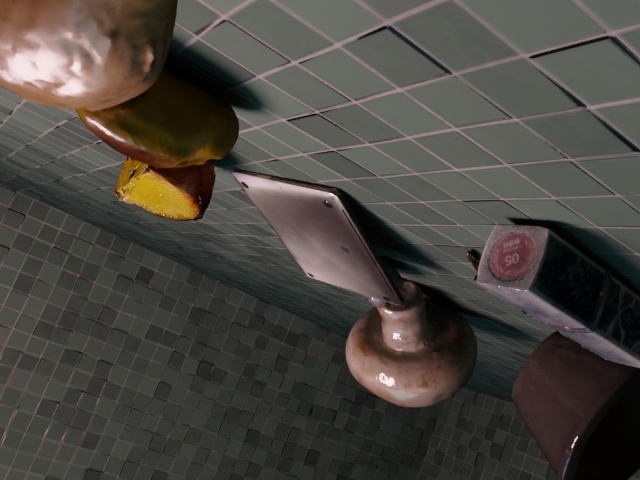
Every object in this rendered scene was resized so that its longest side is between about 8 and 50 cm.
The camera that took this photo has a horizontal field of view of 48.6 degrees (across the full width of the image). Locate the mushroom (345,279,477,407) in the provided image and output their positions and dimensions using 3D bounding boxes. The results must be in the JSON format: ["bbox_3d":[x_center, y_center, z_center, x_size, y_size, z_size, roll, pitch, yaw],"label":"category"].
[{"bbox_3d":[0.163,0.173,1.295,0.244,0.243,0.243,21,169,4],"label":"mushroom"}]

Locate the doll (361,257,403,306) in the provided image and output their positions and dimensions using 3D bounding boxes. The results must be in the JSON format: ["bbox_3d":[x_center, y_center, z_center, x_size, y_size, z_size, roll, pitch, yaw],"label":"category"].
[{"bbox_3d":[0.084,0.062,1.179,0.094,0.079,0.180,10,-173,-19],"label":"doll"}]

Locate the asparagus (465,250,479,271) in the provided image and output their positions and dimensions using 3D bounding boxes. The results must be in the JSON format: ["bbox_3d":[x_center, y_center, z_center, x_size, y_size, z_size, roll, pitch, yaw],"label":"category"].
[{"bbox_3d":[0.216,0.041,0.961,0.016,0.013,0.166,5,164,23],"label":"asparagus"}]

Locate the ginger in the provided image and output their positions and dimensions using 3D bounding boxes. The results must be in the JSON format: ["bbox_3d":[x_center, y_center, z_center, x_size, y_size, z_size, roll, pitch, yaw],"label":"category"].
[{"bbox_3d":[-0.165,-0.154,0.428,0.267,0.152,0.138,5,-170,43],"label":"ginger"}]

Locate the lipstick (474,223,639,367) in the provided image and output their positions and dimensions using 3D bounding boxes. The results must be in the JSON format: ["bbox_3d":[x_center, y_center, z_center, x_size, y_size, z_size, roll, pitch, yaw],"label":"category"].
[{"bbox_3d":[0.288,0.069,0.780,0.290,0.077,0.076,28,167,-38],"label":"lipstick"}]

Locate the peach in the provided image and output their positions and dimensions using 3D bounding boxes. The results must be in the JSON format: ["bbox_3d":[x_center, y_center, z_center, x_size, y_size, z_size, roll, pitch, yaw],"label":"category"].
[{"bbox_3d":[-0.197,-0.092,0.909,0.127,0.092,0.172,17,158,-1],"label":"peach"}]

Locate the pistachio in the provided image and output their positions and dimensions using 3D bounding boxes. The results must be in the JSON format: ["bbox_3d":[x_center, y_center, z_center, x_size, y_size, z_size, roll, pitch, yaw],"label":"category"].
[{"bbox_3d":[-0.169,-0.124,0.661,0.189,0.100,0.110,27,164,-34],"label":"pistachio"}]

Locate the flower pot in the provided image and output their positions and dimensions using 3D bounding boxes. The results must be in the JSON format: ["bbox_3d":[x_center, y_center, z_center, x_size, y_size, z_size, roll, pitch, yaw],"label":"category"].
[{"bbox_3d":[0.399,0.232,1.047,0.269,0.269,0.166,32,-172,-43],"label":"flower pot"}]

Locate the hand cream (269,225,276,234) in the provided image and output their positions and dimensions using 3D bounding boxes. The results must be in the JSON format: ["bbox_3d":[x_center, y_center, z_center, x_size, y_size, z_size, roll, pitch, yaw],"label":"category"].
[{"bbox_3d":[0.005,0.014,1.163,0.088,0.055,0.256,37,169,-32],"label":"hand cream"}]

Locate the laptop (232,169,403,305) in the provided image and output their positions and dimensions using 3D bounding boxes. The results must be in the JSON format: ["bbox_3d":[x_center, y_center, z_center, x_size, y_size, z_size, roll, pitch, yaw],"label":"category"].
[{"bbox_3d":[0.000,0.000,1.003,0.188,0.015,0.269,15,152,36],"label":"laptop"}]
